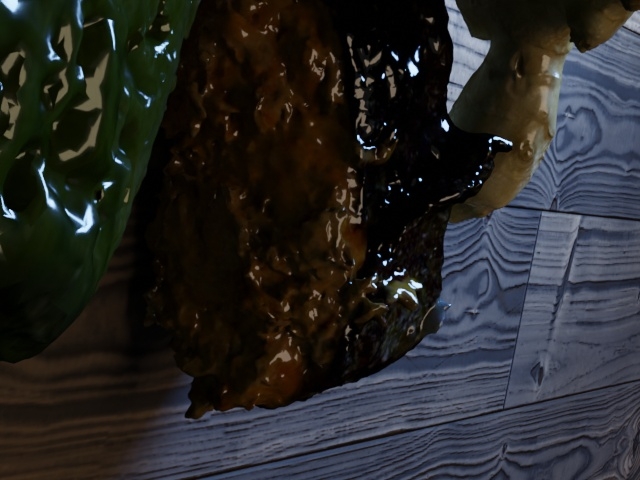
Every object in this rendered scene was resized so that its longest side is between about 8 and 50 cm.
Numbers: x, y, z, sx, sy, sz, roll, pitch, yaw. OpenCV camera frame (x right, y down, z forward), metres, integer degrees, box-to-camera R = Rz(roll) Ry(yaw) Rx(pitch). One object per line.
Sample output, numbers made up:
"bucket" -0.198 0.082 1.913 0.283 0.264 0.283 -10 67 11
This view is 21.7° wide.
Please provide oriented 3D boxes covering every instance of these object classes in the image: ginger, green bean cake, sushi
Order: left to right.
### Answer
"green bean cake" -0.185 -0.130 0.795 0.319 0.218 0.335 38 65 -65
"sushi" 0.002 -0.048 1.217 0.207 0.234 0.348 -22 116 -60
"ginger" 0.178 -0.236 1.275 0.122 0.348 0.363 16 59 -32
